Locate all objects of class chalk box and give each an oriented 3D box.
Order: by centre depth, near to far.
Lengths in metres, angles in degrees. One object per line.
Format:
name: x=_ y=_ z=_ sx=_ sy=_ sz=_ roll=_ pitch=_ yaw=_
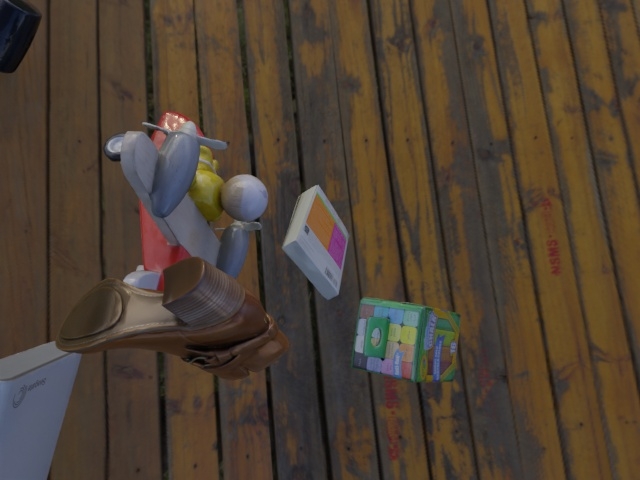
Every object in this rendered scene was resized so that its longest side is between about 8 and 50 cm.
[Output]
chalk box: x=0.147 y=0.178 z=1.005 sx=0.132 sy=0.213 sz=0.132 roll=5 pitch=83 yaw=36

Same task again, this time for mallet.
mallet: x=-0.307 y=-0.169 z=0.411 sx=0.039 sy=0.190 sz=0.062 roll=48 pitch=119 yaw=24

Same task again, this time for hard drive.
hard drive: x=-0.382 y=0.309 z=0.656 sx=0.047 sy=0.233 sz=0.352 roll=14 pitch=87 yaw=-4

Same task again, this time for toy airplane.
toy airplane: x=-0.224 y=-0.036 z=1.001 sx=0.273 sy=0.386 sz=0.384 roll=-13 pitch=107 yaw=1

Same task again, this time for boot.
boot: x=-0.141 y=0.097 z=0.547 sx=0.197 sy=0.152 sz=0.073 roll=-16 pitch=49 yaw=23

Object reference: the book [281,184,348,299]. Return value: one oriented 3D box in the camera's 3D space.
book: x=0.000 y=0.000 z=0.758 sx=0.035 sy=0.144 sz=0.096 roll=-28 pitch=113 yaw=24
